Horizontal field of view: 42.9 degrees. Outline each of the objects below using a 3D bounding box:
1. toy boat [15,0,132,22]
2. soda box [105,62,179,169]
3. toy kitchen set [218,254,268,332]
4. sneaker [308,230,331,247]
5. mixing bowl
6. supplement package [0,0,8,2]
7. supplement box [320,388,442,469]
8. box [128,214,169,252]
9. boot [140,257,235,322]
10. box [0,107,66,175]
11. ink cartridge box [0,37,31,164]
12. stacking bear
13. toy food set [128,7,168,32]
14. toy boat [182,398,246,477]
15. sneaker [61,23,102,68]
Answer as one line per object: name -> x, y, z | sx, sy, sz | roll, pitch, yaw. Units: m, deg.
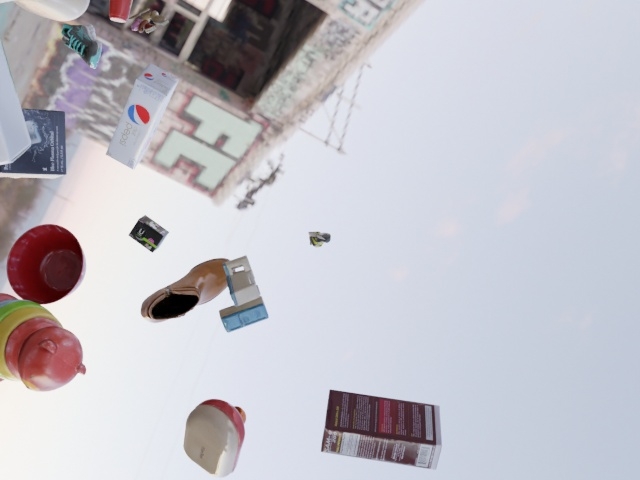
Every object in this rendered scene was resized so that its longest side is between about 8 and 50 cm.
toy boat -> -0.613, -0.632, 2.021 | 0.267, 0.318, 0.148 | 9, 89, -86
soda box -> -0.364, -0.249, 1.656 | 0.216, 0.069, 0.074 | -53, -168, 40
toy kitchen set -> -0.206, 0.165, 2.060 | 0.122, 0.207, 0.166 | -19, -146, -4
sneaker -> 0.000, 0.000, 1.828 | 0.083, 0.031, 0.035 | -161, -112, -63
mixing bowl -> -0.601, 0.061, 1.843 | 0.098, 0.181, 0.181 | 51, 62, -75
supplement package -> -0.697, -0.591, 1.696 | 0.105, 0.105, 0.179 | 3, -79, 30
supplement box -> 0.127, 0.392, 1.697 | 0.130, 0.240, 0.073 | -78, 177, -62
box -> -0.468, -0.018, 2.224 | 0.062, 0.083, 0.052 | -54, -179, 17
boot -> -0.334, 0.128, 2.113 | 0.284, 0.109, 0.220 | -22, -177, -16
box -> -0.694, -0.229, 1.932 | 0.093, 0.158, 0.155 | -2, -90, 54
ink cartridge box -> -0.661, -0.219, 1.343 | 0.121, 0.289, 0.211 | -95, 177, -68
stacking bear -> -0.547, 0.198, 1.515 | 0.289, 0.175, 0.164 | 10, -125, 43
toy food set -> -0.413, -0.518, 1.946 | 0.078, 0.019, 0.122 | -31, -139, -11
toy boat -> -0.240, 0.464, 1.999 | 0.151, 0.151, 0.231 | -45, 161, -39
sneaker -> -0.541, -0.439, 1.830 | 0.166, 0.076, 0.065 | 54, -52, 46
